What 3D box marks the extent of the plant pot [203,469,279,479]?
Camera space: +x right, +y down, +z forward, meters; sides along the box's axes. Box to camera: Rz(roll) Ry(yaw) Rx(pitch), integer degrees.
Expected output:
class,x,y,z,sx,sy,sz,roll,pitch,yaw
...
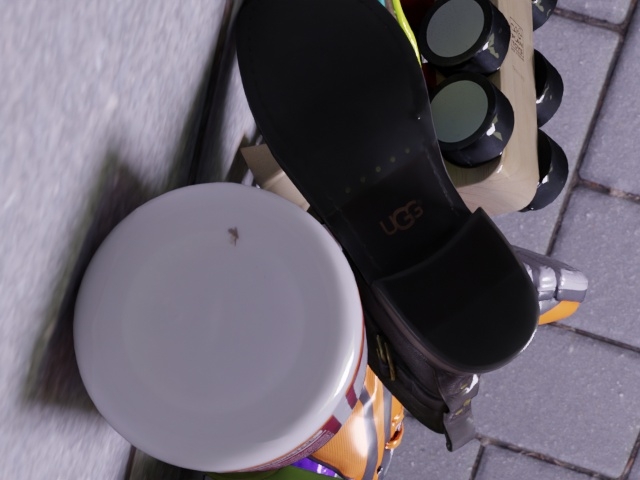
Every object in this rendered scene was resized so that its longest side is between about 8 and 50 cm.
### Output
class,x,y,z,sx,sy,sz,roll,pitch,yaw
plant pot,-0.060,0.109,0.798,0.079,0.083,0.083,68,38,-60

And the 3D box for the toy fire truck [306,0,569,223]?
class,x,y,z,sx,sy,sz,roll,pitch,yaw
toy fire truck,0.050,-0.106,0.896,0.158,0.246,0.217,29,56,-52

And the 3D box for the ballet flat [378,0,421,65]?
class,x,y,z,sx,sy,sz,roll,pitch,yaw
ballet flat,0.021,-0.130,0.733,0.231,0.077,0.077,79,10,-46

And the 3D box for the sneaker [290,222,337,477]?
class,x,y,z,sx,sy,sz,roll,pitch,yaw
sneaker,-0.021,0.099,1.016,0.146,0.102,0.293,74,30,-67

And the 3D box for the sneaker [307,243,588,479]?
class,x,y,z,sx,sy,sz,roll,pitch,yaw
sneaker,0.068,0.089,0.958,0.124,0.321,0.180,26,-68,56

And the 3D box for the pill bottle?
class,x,y,z,sx,sy,sz,roll,pitch,yaw
pill bottle,-0.037,0.052,0.595,0.221,0.121,0.121,76,32,-79

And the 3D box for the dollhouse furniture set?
class,x,y,z,sx,sy,sz,roll,pitch,yaw
dollhouse furniture set,-0.045,-0.037,0.800,0.081,0.091,0.114,-34,156,15

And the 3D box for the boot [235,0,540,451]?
class,x,y,z,sx,sy,sz,roll,pitch,yaw
boot,0.027,-0.002,0.706,0.263,0.091,0.229,63,-9,12

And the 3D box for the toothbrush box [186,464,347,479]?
class,x,y,z,sx,sy,sz,roll,pitch,yaw
toothbrush box,0.043,0.241,0.847,0.283,0.206,0.122,1,-112,58

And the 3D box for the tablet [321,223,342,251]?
class,x,y,z,sx,sy,sz,roll,pitch,yaw
tablet,0.000,0.000,0.865,0.083,0.054,0.006,-13,114,-42
